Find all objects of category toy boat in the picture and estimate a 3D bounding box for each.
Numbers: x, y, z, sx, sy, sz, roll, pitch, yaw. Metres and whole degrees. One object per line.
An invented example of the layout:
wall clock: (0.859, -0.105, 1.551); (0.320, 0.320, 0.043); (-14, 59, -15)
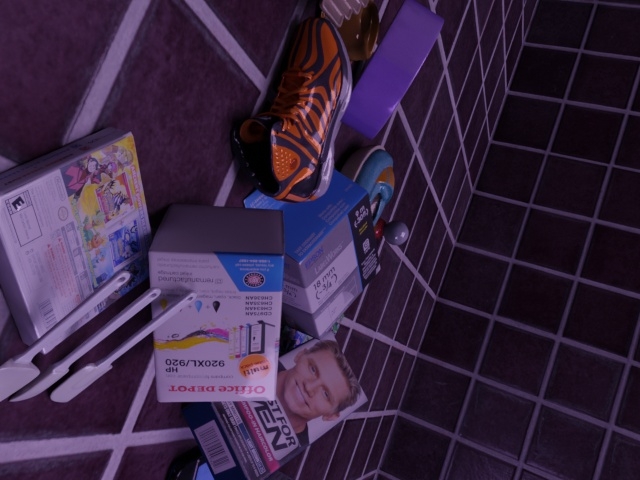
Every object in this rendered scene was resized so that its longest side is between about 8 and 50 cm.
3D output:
toy boat: (0.134, -0.085, 1.383); (0.268, 0.148, 0.318); (-66, 155, -17)

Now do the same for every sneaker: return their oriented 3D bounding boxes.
sneaker: (-0.048, -0.222, 0.919); (0.180, 0.124, 0.321); (-4, 99, -54)

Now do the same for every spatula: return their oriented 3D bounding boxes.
spatula: (-0.269, 0.123, 0.634); (0.242, 0.019, 0.168); (-37, 153, 9)

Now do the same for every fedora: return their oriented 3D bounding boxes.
fedora: (0.065, -0.419, 1.086); (0.194, 0.079, 0.194); (-47, 147, -45)

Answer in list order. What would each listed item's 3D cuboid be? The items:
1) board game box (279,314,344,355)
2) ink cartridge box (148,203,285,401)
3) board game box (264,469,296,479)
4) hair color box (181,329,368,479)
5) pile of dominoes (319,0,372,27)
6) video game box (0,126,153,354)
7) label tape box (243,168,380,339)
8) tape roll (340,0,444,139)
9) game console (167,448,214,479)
board game box: (-0.030, 0.206, 1.350); (0.214, 0.046, 0.317); (-63, 155, -24)
ink cartridge box: (-0.141, 0.088, 0.787); (0.168, 0.171, 0.233); (-102, -165, -65)
board game box: (-0.060, 0.708, 1.286); (0.318, 0.318, 0.066); (-12, 120, -63)
hair color box: (-0.074, 0.318, 1.069); (0.105, 0.174, 0.347); (-35, 169, 38)
pile of dominoes: (0.030, -0.503, 0.976); (0.251, 0.040, 0.196); (-51, 128, -36)
video game box: (-0.282, -0.004, 0.639); (0.187, 0.048, 0.205); (-42, 143, -46)
label tape box: (0.000, 0.000, 1.112); (0.240, 0.105, 0.334); (-46, 139, -33)
tape roll: (0.139, -0.348, 1.127); (0.275, 0.090, 0.275); (-59, -175, 8)
game console: (-0.172, 0.544, 1.106); (0.293, 0.173, 0.250); (-1, 107, -66)
